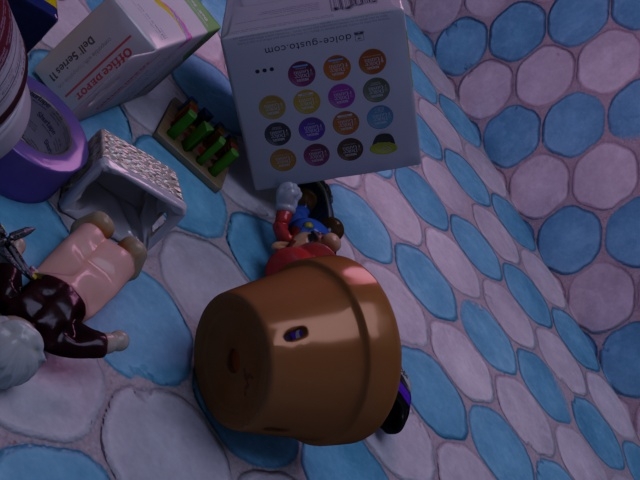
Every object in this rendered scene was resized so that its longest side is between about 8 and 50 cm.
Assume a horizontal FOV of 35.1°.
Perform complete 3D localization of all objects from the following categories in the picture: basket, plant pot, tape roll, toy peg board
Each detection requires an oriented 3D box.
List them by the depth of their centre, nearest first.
[{"bbox_3d":[-0.438,-0.152,1.471,0.189,0.080,0.189,38,29,-25],"label":"tape roll"},{"bbox_3d":[-0.051,0.168,1.498,0.203,0.291,0.291,0,54,-40],"label":"plant pot"},{"bbox_3d":[-0.305,-0.078,1.561,0.167,0.113,0.103,32,27,-36],"label":"basket"},{"bbox_3d":[-0.216,-0.201,1.912,0.161,0.079,0.161,43,26,-19],"label":"toy peg board"}]

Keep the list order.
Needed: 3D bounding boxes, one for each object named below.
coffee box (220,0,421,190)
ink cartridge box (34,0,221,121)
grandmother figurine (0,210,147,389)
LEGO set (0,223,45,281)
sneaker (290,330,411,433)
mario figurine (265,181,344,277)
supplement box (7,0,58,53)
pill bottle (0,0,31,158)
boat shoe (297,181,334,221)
[{"bbox_3d":[0.004,-0.343,2.015,0.338,0.337,0.334,-94,175,-56],"label":"coffee box"},{"bbox_3d":[-0.337,-0.322,1.715,0.119,0.207,0.353,52,24,-5],"label":"ink cartridge box"},{"bbox_3d":[-0.341,0.083,1.313,0.208,0.104,0.342,32,29,2],"label":"grandmother figurine"},{"bbox_3d":[-0.467,-0.001,1.085,0.255,0.192,0.331,51,25,-3],"label":"LEGO set"},{"bbox_3d":[0.059,0.235,1.768,0.293,0.102,0.146,41,28,-22],"label":"sneaker"},{"bbox_3d":[0.000,0.000,1.892,0.198,0.170,0.320,12,24,-3],"label":"mario figurine"},{"bbox_3d":[-0.542,-0.427,1.526,0.194,0.195,0.356,27,35,-42],"label":"supplement box"},{"bbox_3d":[-0.467,-0.238,1.169,0.224,0.224,0.392,58,-14,14],"label":"pill bottle"},{"bbox_3d":[-0.005,-0.098,2.146,0.066,0.066,0.183,22,38,-49],"label":"boat shoe"}]
